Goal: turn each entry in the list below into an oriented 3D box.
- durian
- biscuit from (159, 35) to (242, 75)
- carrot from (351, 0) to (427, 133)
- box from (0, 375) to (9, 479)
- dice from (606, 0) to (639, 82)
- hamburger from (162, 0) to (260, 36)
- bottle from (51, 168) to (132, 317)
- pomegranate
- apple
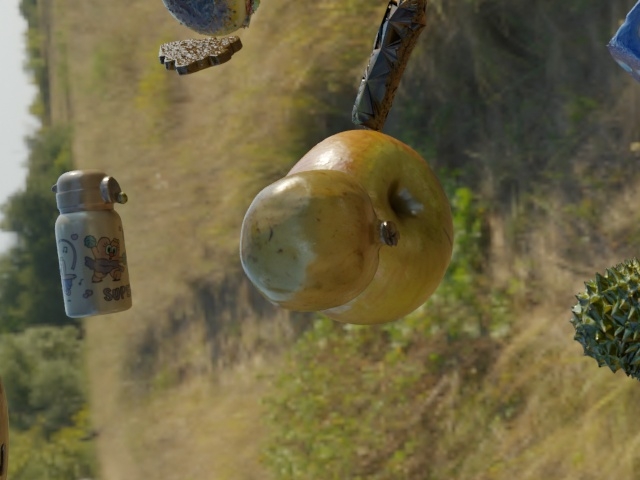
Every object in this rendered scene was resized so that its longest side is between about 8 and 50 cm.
[{"bbox_3d":[0.362,0.100,1.448,0.119,0.108,0.187,58,-160,-58],"label":"durian"},{"bbox_3d":[-0.122,-0.177,1.128,0.092,0.082,0.016,11,126,39],"label":"biscuit"},{"bbox_3d":[0.107,-0.278,1.858,0.069,0.069,0.229,-142,71,-75],"label":"carrot"},{"bbox_3d":[-0.329,0.171,0.970,0.088,0.146,0.200,-42,-43,-78],"label":"box"},{"bbox_3d":[0.511,-0.294,1.705,0.143,0.146,0.146,-51,-7,4],"label":"dice"},{"bbox_3d":[-0.126,-0.296,1.358,0.081,0.141,0.126,-56,-31,-45],"label":"hamburger"},{"bbox_3d":[-0.325,0.001,1.700,0.097,0.110,0.209,-17,-79,-74],"label":"bottle"},{"bbox_3d":[0.000,0.000,1.435,0.196,0.196,0.196,177,90,-79],"label":"pomegranate"},{"bbox_3d":[0.057,-0.014,1.720,0.233,0.286,0.286,-35,54,43],"label":"apple"}]
